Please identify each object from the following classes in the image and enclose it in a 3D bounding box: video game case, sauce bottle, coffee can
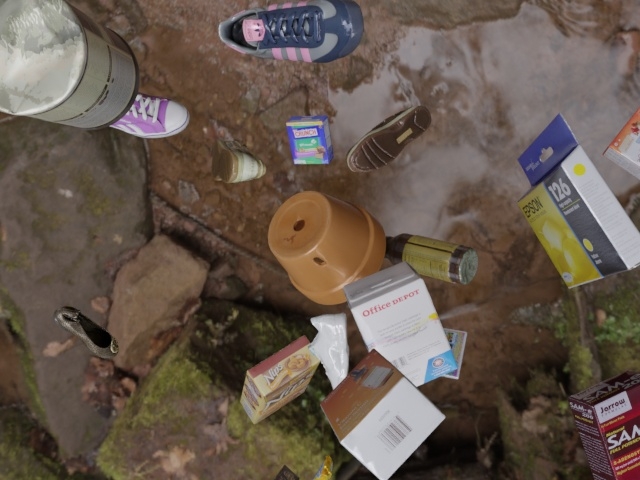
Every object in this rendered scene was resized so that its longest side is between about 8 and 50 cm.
[{"bbox_3d":[0.378,0.350,2.119,0.143,0.157,0.019,7,151,20],"label":"video game case"},{"bbox_3d":[0.276,0.038,1.908,0.344,0.111,0.111,16,137,42],"label":"sauce bottle"},{"bbox_3d":[-0.449,-0.301,1.149,0.201,0.275,0.201,0,95,2],"label":"coffee can"}]

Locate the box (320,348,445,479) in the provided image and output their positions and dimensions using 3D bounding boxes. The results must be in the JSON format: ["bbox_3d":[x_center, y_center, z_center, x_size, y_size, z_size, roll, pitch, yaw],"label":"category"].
[{"bbox_3d":[0.087,0.254,1.004,0.091,0.170,0.130,45,85,-10],"label":"box"}]

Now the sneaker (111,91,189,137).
[{"bbox_3d":[-0.450,-0.311,1.545,0.282,0.161,0.102,5,80,-4],"label":"sneaker"}]

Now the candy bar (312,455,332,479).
[{"bbox_3d":[-0.017,0.394,1.042,0.018,0.040,0.161,25,121,-3],"label":"candy bar"}]

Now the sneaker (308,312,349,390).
[{"bbox_3d":[0.019,0.262,1.551,0.094,0.080,0.212,-2,110,6],"label":"sneaker"}]

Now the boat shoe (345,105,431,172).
[{"bbox_3d":[0.161,-0.254,1.700,0.257,0.095,0.095,-33,115,-17],"label":"boat shoe"}]

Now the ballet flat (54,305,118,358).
[{"bbox_3d":[-0.639,0.255,1.874,0.058,0.084,0.250,-24,136,12],"label":"ballet flat"}]

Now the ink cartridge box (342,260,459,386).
[{"bbox_3d":[0.176,0.195,1.526,0.171,0.168,0.232,-23,104,-1],"label":"ink cartridge box"}]

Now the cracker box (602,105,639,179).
[{"bbox_3d":[0.881,-0.225,1.736,0.232,0.067,0.156,38,83,14],"label":"cracker box"}]

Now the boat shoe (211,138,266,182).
[{"bbox_3d":[-0.214,-0.193,1.683,0.089,0.285,0.104,2,107,-20],"label":"boat shoe"}]

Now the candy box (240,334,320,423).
[{"bbox_3d":[-0.116,0.390,1.849,0.183,0.087,0.316,-30,162,-23],"label":"candy box"}]

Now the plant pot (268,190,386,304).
[{"bbox_3d":[0.000,0.000,1.775,0.291,0.291,0.203,-31,140,19],"label":"plant pot"}]

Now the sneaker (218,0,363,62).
[{"bbox_3d":[-0.062,-0.374,1.212,0.131,0.319,0.112,-13,105,-38],"label":"sneaker"}]

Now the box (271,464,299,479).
[{"bbox_3d":[-0.196,0.798,1.873,0.073,0.295,0.293,38,95,7],"label":"box"}]

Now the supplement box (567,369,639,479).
[{"bbox_3d":[0.519,0.353,1.119,0.130,0.073,0.239,-21,93,-13],"label":"supplement box"}]

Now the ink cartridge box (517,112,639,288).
[{"bbox_3d":[0.491,-0.064,1.343,0.072,0.303,0.307,-31,80,-4],"label":"ink cartridge box"}]

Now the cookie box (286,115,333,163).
[{"bbox_3d":[-0.024,-0.235,1.570,0.092,0.040,0.107,1,122,20],"label":"cookie box"}]
